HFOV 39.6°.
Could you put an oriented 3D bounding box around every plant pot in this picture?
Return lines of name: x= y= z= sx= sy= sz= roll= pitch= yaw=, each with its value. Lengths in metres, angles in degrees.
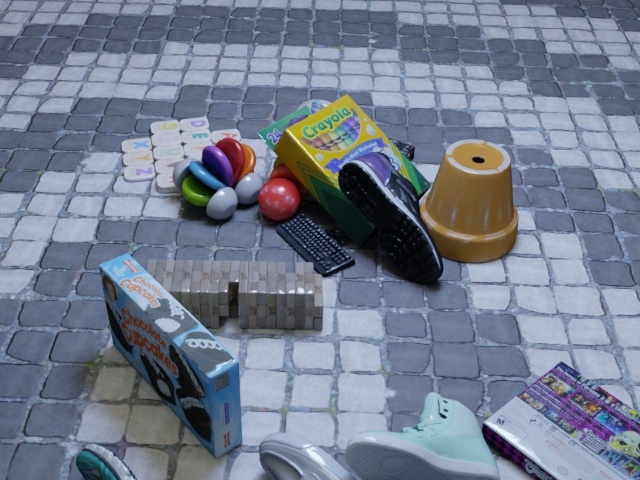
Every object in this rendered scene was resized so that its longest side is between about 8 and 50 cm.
plant pot: x=0.304 y=-0.091 z=1.785 sx=0.205 sy=0.188 sz=0.205 roll=1 pitch=38 yaw=-1

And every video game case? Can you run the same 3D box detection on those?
video game case: x=0.408 y=0.312 z=1.397 sx=0.210 sy=0.042 sz=0.232 roll=-29 pitch=48 yaw=-33

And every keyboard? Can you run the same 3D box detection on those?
keyboard: x=0.000 y=0.000 z=1.793 sx=0.108 sy=0.023 sz=0.180 roll=-22 pitch=45 yaw=-27

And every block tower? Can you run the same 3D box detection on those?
block tower: x=-0.163 y=0.098 z=1.609 sx=0.335 sy=0.091 sz=0.097 roll=0 pitch=37 yaw=-3

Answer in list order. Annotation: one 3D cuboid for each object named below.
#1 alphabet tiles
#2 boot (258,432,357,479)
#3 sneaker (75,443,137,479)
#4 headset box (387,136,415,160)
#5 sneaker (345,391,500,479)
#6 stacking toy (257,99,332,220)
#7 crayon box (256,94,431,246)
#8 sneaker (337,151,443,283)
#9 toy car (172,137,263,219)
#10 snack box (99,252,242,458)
alphabet tiles: x=-0.314 y=-0.201 z=2.037 sx=0.277 sy=0.021 sz=0.284 roll=-6 pitch=39 yaw=-10
boot: x=-0.012 y=0.377 z=1.253 sx=0.258 sy=0.095 sz=0.123 roll=27 pitch=38 yaw=27
sneaker: x=-0.284 y=0.390 z=1.229 sx=0.110 sy=0.107 sz=0.275 roll=-28 pitch=46 yaw=-19
headset box: x=0.167 y=-0.203 z=2.048 sx=0.083 sy=0.032 sz=0.062 roll=22 pitch=42 yaw=25
sneaker: x=0.139 y=0.293 z=1.326 sx=0.255 sy=0.094 sz=0.151 roll=18 pitch=35 yaw=-24
stacking toy: x=-0.048 y=-0.162 z=1.929 sx=0.141 sy=0.141 sz=0.330 roll=14 pitch=47 yaw=15
crayon box: x=0.050 y=-0.169 z=1.849 sx=0.323 sy=0.083 sz=0.203 roll=47 pitch=52 yaw=9
sneaker: x=0.166 y=-0.056 z=1.725 sx=0.124 sy=0.107 sz=0.283 roll=-31 pitch=85 yaw=-43
toy car: x=-0.210 y=-0.146 z=1.860 sx=0.159 sy=0.136 sz=0.182 roll=41 pitch=51 yaw=21
snack box: x=-0.242 y=0.179 z=1.424 sx=0.060 sy=0.187 sz=0.322 roll=-26 pitch=46 yaw=-31
